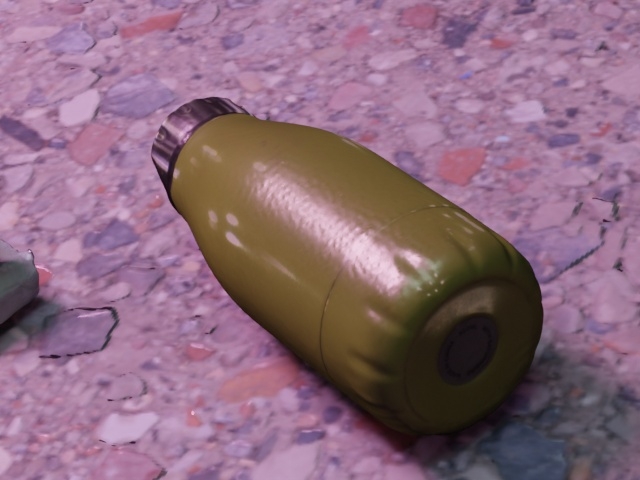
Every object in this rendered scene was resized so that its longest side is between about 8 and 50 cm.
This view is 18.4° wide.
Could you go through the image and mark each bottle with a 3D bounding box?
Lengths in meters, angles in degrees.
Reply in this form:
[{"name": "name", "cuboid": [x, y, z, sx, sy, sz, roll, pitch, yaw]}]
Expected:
[{"name": "bottle", "cuboid": [0.000, 0.000, 1.051, 0.112, 0.112, 0.260, -30, 40, -22]}]

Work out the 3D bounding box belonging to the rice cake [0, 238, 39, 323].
[{"name": "rice cake", "cuboid": [-0.276, 0.009, 1.172, 0.127, 0.043, 0.237, -36, 43, -28]}]
